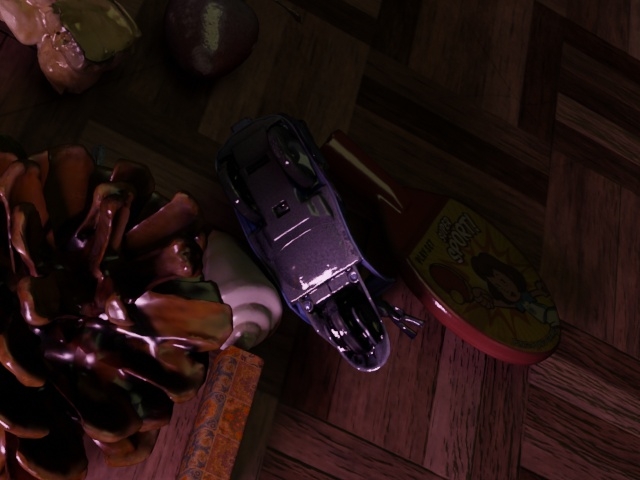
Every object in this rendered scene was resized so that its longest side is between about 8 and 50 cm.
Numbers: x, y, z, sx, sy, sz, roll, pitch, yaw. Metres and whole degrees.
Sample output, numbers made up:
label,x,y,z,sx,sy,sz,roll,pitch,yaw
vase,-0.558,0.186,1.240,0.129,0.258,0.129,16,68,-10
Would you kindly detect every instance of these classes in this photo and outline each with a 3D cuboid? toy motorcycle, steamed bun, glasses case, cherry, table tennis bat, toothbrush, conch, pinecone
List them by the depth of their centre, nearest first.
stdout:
label,x,y,z,sx,sy,sz,roll,pitch,yaw
pinecone,-0.248,0.071,1.235,0.384,0.384,0.384,18,49,-22
glasses case,-0.119,0.220,1.428,0.049,0.075,0.218,27,47,-12
toothbrush,-0.265,-0.025,1.561,0.019,0.016,0.219,16,50,-25
conch,-0.101,0.064,1.574,0.104,0.094,0.176,-3,31,-20
toy motorcycle,0.000,0.000,1.607,0.358,0.125,0.212,62,16,17
steamed bun,-0.320,-0.279,1.661,0.177,0.106,0.192,53,32,-7
table tennis bat,0.159,0.008,1.767,0.415,0.051,0.268,42,32,0
cherry,-0.121,-0.267,1.775,0.188,0.115,0.148,24,27,-23

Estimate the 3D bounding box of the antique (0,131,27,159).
label,x,y,z,sx,sy,sz,roll,pitch,yaw
antique,-0.403,-0.042,1.439,0.081,0.080,0.221,37,45,-2
